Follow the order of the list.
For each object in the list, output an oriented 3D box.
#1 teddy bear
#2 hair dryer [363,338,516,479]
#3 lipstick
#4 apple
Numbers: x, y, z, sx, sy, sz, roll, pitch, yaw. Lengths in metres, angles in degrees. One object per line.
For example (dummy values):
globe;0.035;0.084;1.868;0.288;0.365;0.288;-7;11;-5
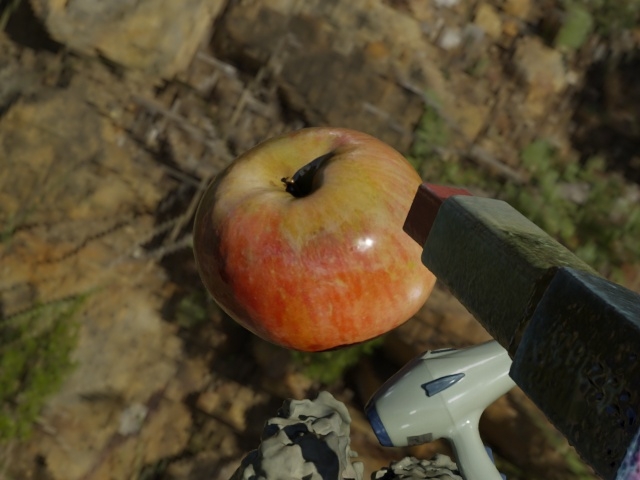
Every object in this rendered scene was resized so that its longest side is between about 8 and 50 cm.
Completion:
teddy bear;0.065;0.305;1.471;0.367;0.224;0.357;-23;92;-45
hair dryer;0.150;0.150;1.157;0.199;0.167;0.067;49;-2;19
lipstick;0.087;0.022;0.627;0.051;0.051;0.312;19;12;-18
apple;0.000;0.000;1.300;0.209;0.164;0.209;-8;41;7
